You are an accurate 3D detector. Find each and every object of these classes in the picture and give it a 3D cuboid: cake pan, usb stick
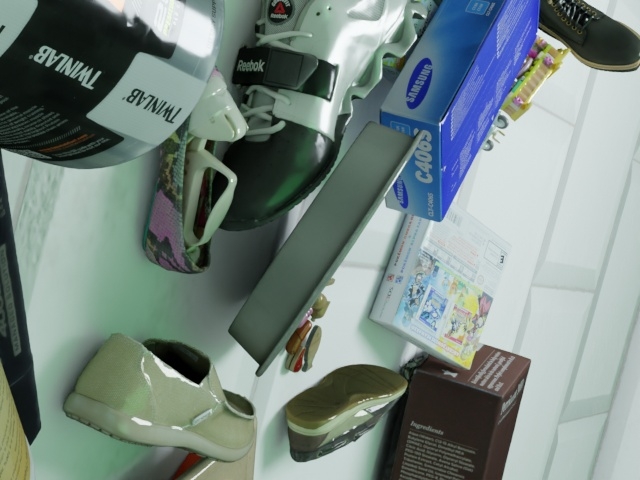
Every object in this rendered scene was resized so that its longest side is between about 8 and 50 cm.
[{"bbox_3d":[0.000,0.000,1.384,0.293,0.054,0.293,-56,180,0],"label":"cake pan"},{"bbox_3d":[-0.251,0.051,1.025,0.077,0.045,0.278,-37,138,-43],"label":"usb stick"}]

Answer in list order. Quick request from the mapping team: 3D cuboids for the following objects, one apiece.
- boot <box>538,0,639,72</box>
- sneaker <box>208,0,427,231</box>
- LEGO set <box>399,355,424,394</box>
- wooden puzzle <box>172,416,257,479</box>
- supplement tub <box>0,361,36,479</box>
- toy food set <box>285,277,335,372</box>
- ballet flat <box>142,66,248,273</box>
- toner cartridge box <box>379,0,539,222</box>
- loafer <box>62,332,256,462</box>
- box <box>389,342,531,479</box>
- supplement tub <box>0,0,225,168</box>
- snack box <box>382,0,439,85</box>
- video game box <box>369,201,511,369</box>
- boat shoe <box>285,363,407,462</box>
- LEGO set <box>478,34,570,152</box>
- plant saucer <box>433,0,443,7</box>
[{"bbox_3d":[0.352,-0.310,1.934,0.077,0.198,0.137,-58,150,-4],"label":"boot"},{"bbox_3d":[-0.031,-0.161,1.310,0.330,0.122,0.146,-59,135,-27],"label":"sneaker"},{"bbox_3d":[0.123,0.187,1.960,0.054,0.023,0.083,-48,159,-40],"label":"LEGO set"},{"bbox_3d":[-0.169,0.371,1.378,0.348,0.080,0.322,-41,141,-58],"label":"wooden puzzle"},{"bbox_3d":[-0.283,0.103,0.759,0.228,0.228,0.316,-52,148,-40],"label":"supplement tub"},{"bbox_3d":[-0.019,0.100,1.595,0.078,0.019,0.122,-23,133,-60],"label":"toy food set"},{"bbox_3d":[-0.106,-0.074,1.216,0.077,0.079,0.221,-25,127,-59],"label":"ballet flat"},{"bbox_3d":[0.171,-0.203,1.651,0.165,0.075,0.348,82,30,-48],"label":"toner cartridge box"},{"bbox_3d":[-0.127,0.142,1.281,0.092,0.102,0.268,-67,155,0],"label":"loafer"},{"bbox_3d":[0.183,0.349,2.016,0.191,0.143,0.381,-31,133,-66],"label":"box"},{"bbox_3d":[-0.203,-0.159,0.809,0.316,0.193,0.194,18,89,-66],"label":"supplement tub"},{"bbox_3d":[0.105,-0.231,1.625,0.141,0.037,0.100,27,80,-67],"label":"snack box"},{"bbox_3d":[0.164,0.054,1.861,0.205,0.048,0.187,33,72,-48],"label":"video game box"},{"bbox_3d":[0.027,0.209,1.698,0.223,0.080,0.073,-18,127,-56],"label":"boat shoe"},{"bbox_3d":[0.262,-0.248,1.928,0.132,0.107,0.287,-48,-176,43],"label":"LEGO set"},{"bbox_3d":[0.162,-0.321,1.713,0.119,0.021,0.119,-43,142,-48],"label":"plant saucer"}]
